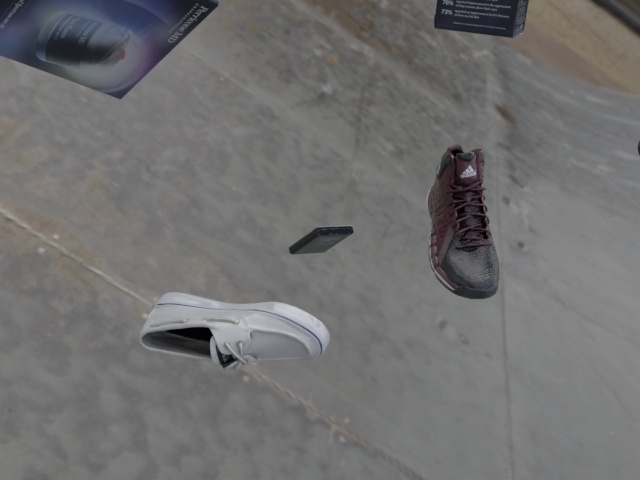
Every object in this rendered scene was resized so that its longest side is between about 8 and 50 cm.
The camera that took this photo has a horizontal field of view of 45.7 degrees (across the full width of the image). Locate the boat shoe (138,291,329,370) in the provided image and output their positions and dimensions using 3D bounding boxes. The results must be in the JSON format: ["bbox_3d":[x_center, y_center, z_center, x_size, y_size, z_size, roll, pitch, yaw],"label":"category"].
[{"bbox_3d":[-0.124,0.135,1.050,0.268,0.096,0.088,10,41,14],"label":"boat shoe"}]

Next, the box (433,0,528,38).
[{"bbox_3d":[0.302,-0.483,1.377,0.153,0.207,0.108,14,24,20],"label":"box"}]

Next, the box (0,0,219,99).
[{"bbox_3d":[-0.370,-0.411,1.215,0.294,0.296,0.182,14,55,-44],"label":"box"}]

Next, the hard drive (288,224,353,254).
[{"bbox_3d":[0.000,0.000,1.689,0.094,0.135,0.022,-4,73,-31],"label":"hard drive"}]

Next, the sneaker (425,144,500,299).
[{"bbox_3d":[0.224,-0.051,1.208,0.107,0.162,0.281,-3,42,-5],"label":"sneaker"}]

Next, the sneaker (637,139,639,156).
[{"bbox_3d":[0.626,-0.108,1.345,0.084,0.069,0.185,-27,74,-43],"label":"sneaker"}]
